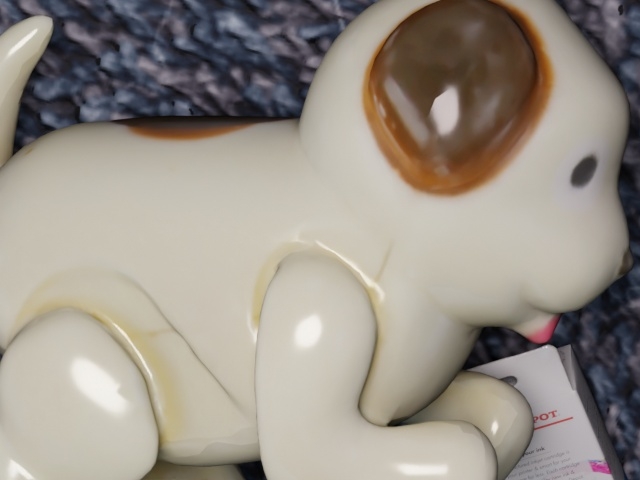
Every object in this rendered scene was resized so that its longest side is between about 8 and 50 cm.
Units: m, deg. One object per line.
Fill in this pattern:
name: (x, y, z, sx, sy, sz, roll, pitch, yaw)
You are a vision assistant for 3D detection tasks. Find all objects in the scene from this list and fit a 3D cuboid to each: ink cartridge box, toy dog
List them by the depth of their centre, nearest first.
toy dog: (0.000, 0.000, 1.044, 0.408, 0.284, 0.395, -28, 76, 21)
ink cartridge box: (0.143, 0.142, 1.194, 0.104, 0.061, 0.181, -18, 116, 15)
